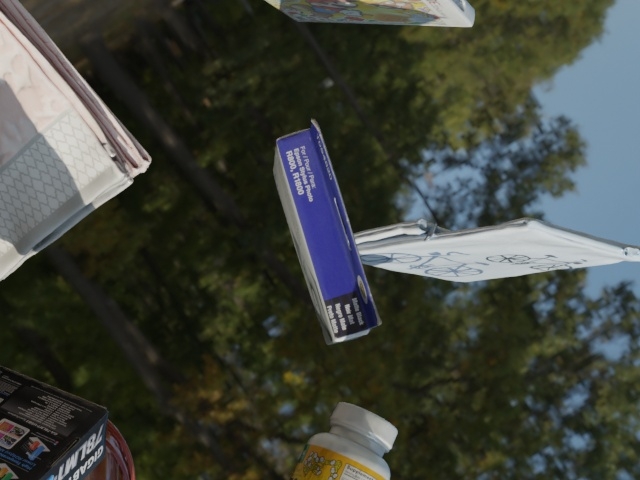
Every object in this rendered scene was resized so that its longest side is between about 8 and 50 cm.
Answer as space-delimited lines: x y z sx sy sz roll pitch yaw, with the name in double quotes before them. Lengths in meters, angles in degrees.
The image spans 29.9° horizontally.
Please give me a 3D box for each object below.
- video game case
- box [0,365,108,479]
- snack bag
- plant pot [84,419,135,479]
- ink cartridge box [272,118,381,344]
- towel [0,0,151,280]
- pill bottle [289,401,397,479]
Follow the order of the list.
"video game case" 0.042 -0.276 1.347 0.226 0.026 0.206 6 178 20
"box" -0.408 0.213 1.166 0.295 0.073 0.293 19 -149 15
"snack bag" 0.229 0.010 1.654 0.342 0.037 0.323 -9 166 42
"plant pot" -0.378 0.381 1.644 0.272 0.272 0.265 -34 -166 -7
"ink cartridge box" 0.000 0.000 1.278 0.045 0.223 0.224 -16 173 -6
"towel" -0.383 -0.130 1.332 0.331 0.317 0.053 -31 -167 43
"pill bottle" 0.018 0.317 1.517 0.117 0.117 0.208 -10 -129 63
